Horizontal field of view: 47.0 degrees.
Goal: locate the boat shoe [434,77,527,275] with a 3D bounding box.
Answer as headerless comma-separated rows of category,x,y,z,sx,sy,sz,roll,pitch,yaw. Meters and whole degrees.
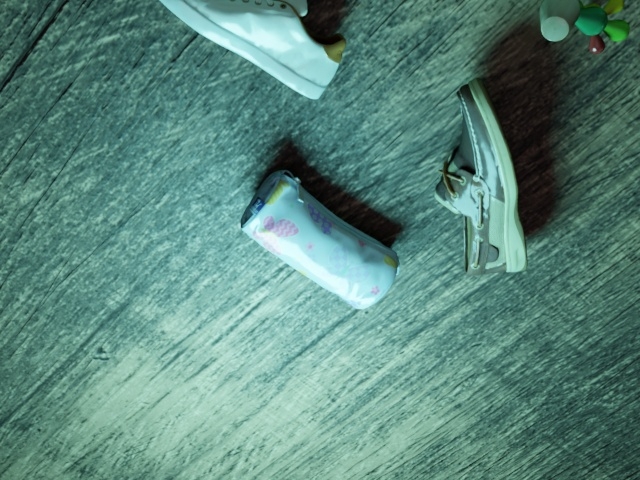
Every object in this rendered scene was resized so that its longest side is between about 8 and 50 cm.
boat shoe,0.239,-0.083,1.152,0.123,0.123,0.342,-13,126,10

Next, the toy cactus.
toy cactus,0.312,-0.317,0.975,0.219,0.180,0.112,43,135,-15

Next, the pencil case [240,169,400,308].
pencil case,0.000,0.000,1.218,0.273,0.113,0.124,37,97,-17

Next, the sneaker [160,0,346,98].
sneaker,-0.094,-0.324,1.042,0.290,0.106,0.123,26,113,-23
